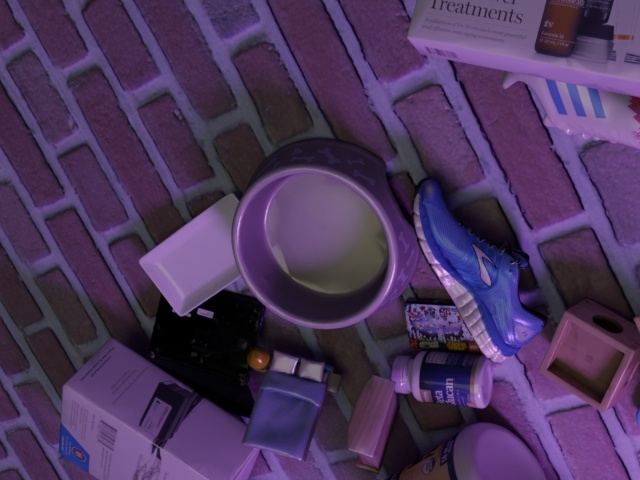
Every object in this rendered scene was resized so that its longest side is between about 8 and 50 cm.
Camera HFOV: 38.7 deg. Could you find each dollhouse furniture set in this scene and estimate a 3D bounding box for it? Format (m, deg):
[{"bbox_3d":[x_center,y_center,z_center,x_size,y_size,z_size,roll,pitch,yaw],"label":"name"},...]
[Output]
[{"bbox_3d":[-0.036,0.345,1.661,0.303,0.286,0.198,15,160,14],"label":"dollhouse furniture set"}]

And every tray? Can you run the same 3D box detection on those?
[{"bbox_3d":[-0.220,0.028,1.779,0.270,0.030,0.145,-33,95,27],"label":"tray"}]

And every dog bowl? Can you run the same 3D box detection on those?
[{"bbox_3d":[0.000,0.000,1.616,0.349,0.102,0.348,7,113,18],"label":"dog bowl"}]

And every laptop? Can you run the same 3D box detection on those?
[{"bbox_3d":[-0.221,0.226,1.894,0.234,0.136,0.264,13,92,19],"label":"laptop"}]

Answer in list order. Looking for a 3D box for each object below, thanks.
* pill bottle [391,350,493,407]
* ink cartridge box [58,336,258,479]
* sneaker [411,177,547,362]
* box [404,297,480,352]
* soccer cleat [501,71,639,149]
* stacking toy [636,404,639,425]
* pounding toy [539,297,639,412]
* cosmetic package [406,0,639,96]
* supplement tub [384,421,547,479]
[{"bbox_3d":[0.218,0.248,1.644,0.169,0.094,0.094,2,113,25],"label":"pill bottle"},{"bbox_3d":[-0.341,0.431,1.919,0.395,0.166,0.285,31,137,10],"label":"ink cartridge box"},{"bbox_3d":[0.265,0.032,1.524,0.147,0.130,0.330,-32,93,12],"label":"sneaker"},{"bbox_3d":[0.222,0.152,1.638,0.137,0.027,0.094,0,113,25],"label":"box"},{"bbox_3d":[0.419,-0.196,1.348,0.331,0.116,0.143,39,132,11],"label":"soccer cleat"},{"bbox_3d":[0.570,0.319,1.384,0.175,0.302,0.165,24,121,15],"label":"stacking toy"},{"bbox_3d":[0.487,0.180,1.462,0.206,0.094,0.181,33,123,30],"label":"pounding toy"},{"bbox_3d":[0.338,-0.368,1.246,0.377,0.097,0.284,15,90,19],"label":"cosmetic package"},{"bbox_3d":[0.237,0.497,1.667,0.228,0.228,0.316,48,123,-1],"label":"supplement tub"}]
